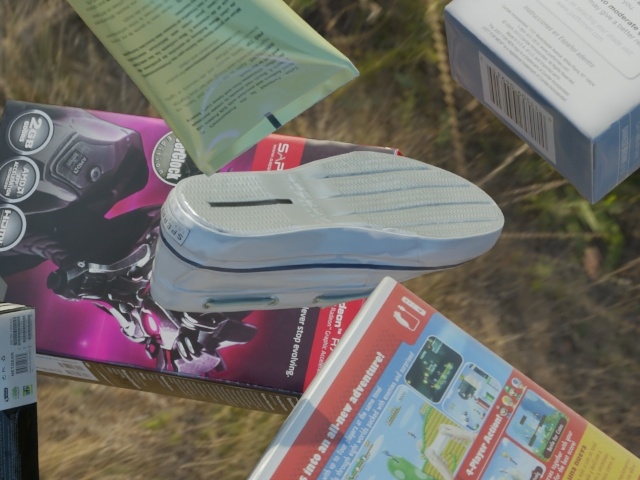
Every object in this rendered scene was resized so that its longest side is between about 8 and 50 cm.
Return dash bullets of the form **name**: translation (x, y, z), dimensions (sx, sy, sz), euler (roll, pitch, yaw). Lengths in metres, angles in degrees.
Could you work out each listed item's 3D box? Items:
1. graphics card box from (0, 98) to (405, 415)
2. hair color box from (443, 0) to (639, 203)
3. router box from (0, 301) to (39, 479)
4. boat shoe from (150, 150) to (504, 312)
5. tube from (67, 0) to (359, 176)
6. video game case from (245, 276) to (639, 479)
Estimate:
- **graphics card box**: translation (-0.121, 0.016, 1.561), dimensions (0.371, 0.094, 0.232), euler (9, 72, 15)
- **hair color box**: translation (0.307, -0.222, 1.540), dimensions (0.374, 0.113, 0.185), euler (-38, 63, -12)
- **router box**: translation (-0.237, 0.124, 1.150), dimensions (0.046, 0.133, 0.178), euler (-9, 101, -48)
- **boat shoe**: translation (0.000, 0.000, 1.049), dimensions (0.226, 0.075, 0.083), euler (1, 42, -32)
- **tube**: translation (-0.092, -0.133, 0.806), dimensions (0.240, 0.070, 0.062), euler (47, 63, -25)
- **video game case**: translation (0.105, 0.163, 0.878), dimensions (0.285, 0.025, 0.204), euler (36, 44, 0)
